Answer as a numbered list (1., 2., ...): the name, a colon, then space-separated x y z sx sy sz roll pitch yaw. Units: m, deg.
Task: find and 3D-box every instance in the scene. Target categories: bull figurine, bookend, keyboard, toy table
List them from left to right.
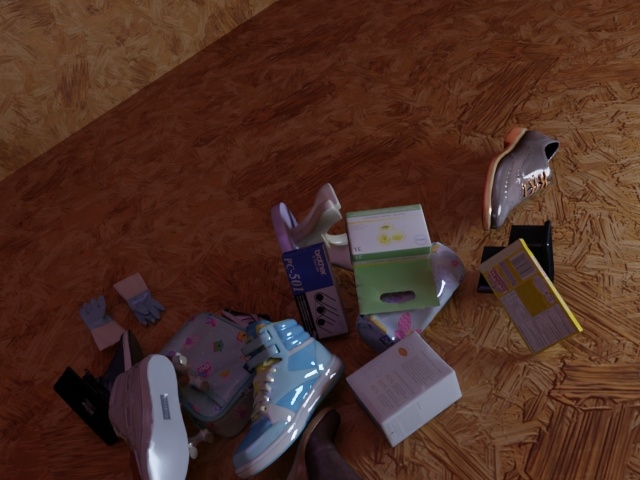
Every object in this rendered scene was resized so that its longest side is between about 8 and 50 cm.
1. keyboard: -0.502 0.359 1.301 0.100 0.192 0.038 -48 -6 17
2. bull figurine: -0.305 0.375 1.140 0.188 0.101 0.310 -27 63 21
3. toy table: 0.000 0.000 1.416 0.161 0.252 0.274 -27 73 9
4. bookend: 0.405 0.037 1.228 0.156 0.157 0.072 2 45 26

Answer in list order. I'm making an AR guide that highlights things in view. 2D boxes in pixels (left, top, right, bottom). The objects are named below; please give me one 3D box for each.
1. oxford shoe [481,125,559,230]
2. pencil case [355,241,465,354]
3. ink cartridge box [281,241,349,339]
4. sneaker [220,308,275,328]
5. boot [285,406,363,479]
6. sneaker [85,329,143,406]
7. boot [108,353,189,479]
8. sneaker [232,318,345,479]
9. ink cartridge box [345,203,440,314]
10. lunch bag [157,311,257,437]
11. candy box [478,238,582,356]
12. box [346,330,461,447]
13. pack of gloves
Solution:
1. oxford shoe: 0.491 -0.156 1.432 0.132 0.130 0.364 15 53 27
2. pencil case: 0.195 0.125 1.256 0.273 0.124 0.113 -43 3 -25
3. ink cartridge box: -0.010 0.115 1.302 0.097 0.207 0.046 -14 10 9
4. sneaker: -0.158 0.203 1.391 0.178 0.072 0.077 23 45 32
5. boot: 0.047 0.433 1.036 0.206 0.090 0.248 14 48 20
6. sneaker: -0.512 0.322 1.397 0.163 0.086 0.226 -21 41 -2
7. boot: -0.317 0.346 1.055 0.123 0.095 0.258 -30 54 27
8. sneaker: -0.109 0.280 1.127 0.127 0.208 0.319 -41 3 45
9. ink cartridge box: 0.148 0.034 1.224 0.171 0.056 0.235 -6 50 0
10. lunch bag: -0.235 0.291 1.283 0.279 0.108 0.224 19 55 39
11. candy box: 0.404 0.110 1.135 0.105 0.027 0.206 -41 66 34
12. box: 0.160 0.282 1.119 0.170 0.091 0.130 -32 40 -10
13. pack of gloves: -0.540 0.202 1.596 0.195 0.046 0.232 -28 41 -24
